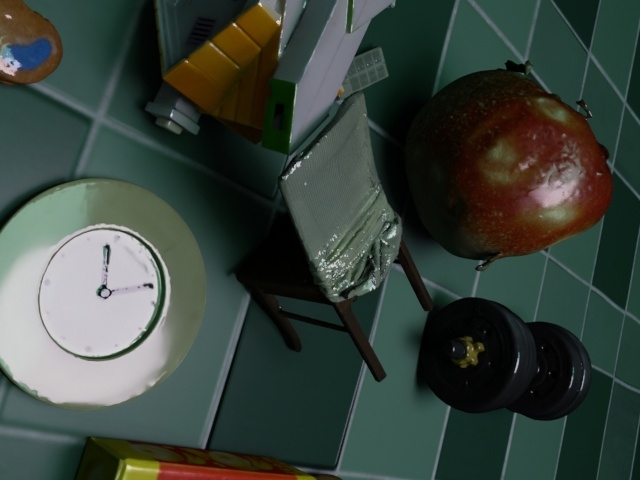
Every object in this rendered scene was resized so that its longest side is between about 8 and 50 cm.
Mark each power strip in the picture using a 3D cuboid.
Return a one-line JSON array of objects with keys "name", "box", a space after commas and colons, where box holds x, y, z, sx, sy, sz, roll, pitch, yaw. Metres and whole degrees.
[{"name": "power strip", "box": [0.049, -0.236, 0.865, 0.136, 0.019, 0.051, -34, 117, -37]}]

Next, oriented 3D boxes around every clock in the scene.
[{"name": "clock", "box": [-0.223, 0.054, 0.620, 0.234, 0.029, 0.235, -1, 91, -43]}, {"name": "clock", "box": [-0.052, -0.238, 0.634, 0.166, 0.235, 0.310, 31, 82, -56]}]

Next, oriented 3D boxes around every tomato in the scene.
[{"name": "tomato", "box": [0.261, -0.091, 0.901, 0.239, 0.303, 0.303, -36, 120, -4]}]

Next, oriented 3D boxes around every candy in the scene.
[{"name": "candy", "box": [-0.138, 0.312, 0.674, 0.276, 0.088, 0.146, 24, 77, -42]}]

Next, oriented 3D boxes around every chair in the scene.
[{"name": "chair", "box": [0.000, 0.000, 0.707, 0.160, 0.186, 0.319, -50, 131, -28]}]

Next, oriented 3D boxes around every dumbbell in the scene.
[{"name": "dumbbell", "box": [0.324, 0.211, 1.047, 0.388, 0.185, 0.185, 21, 78, -42]}]

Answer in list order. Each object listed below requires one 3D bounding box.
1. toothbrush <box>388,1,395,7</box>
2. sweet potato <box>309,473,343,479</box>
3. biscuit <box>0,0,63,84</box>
[{"name": "toothbrush", "box": [0.104, -0.430, 0.907, 0.014, 0.017, 0.162, -5, 96, -49]}, {"name": "sweet potato", "box": [0.024, 0.385, 0.855, 0.233, 0.062, 0.081, 49, 62, -31]}, {"name": "biscuit", "box": [-0.344, -0.272, 0.471, 0.205, 0.049, 0.324, -28, 110, -38]}]
